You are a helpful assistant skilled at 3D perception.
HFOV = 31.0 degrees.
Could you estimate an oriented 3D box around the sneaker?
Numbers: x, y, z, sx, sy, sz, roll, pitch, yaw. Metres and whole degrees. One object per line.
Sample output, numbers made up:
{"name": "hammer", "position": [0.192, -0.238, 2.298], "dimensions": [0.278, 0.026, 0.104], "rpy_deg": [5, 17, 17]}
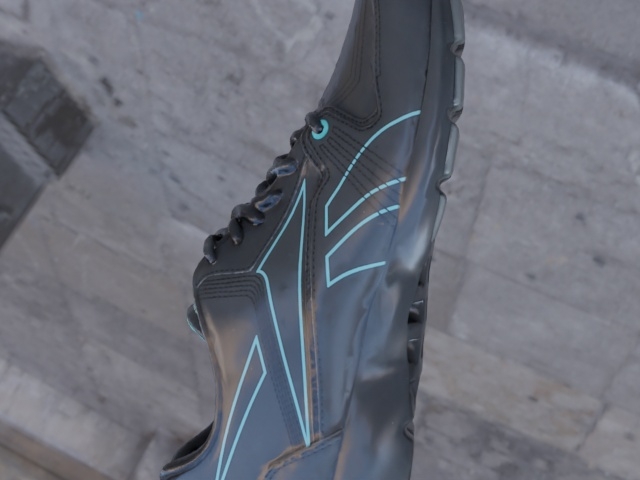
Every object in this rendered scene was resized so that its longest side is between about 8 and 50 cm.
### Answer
{"name": "sneaker", "position": [0.000, 0.000, 0.484], "dimensions": [0.106, 0.267, 0.101], "rpy_deg": [9, 180, 5]}
